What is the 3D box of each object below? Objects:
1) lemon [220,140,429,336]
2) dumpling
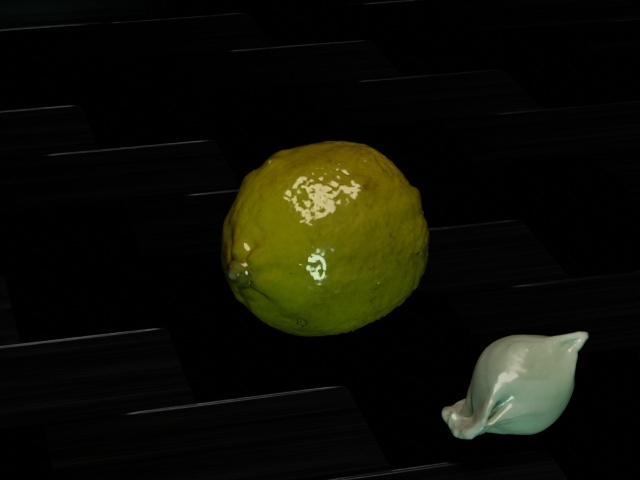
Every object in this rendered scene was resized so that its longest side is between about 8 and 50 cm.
[{"bbox_3d":[0.000,0.000,2.332,0.322,0.268,0.268,-15,32,-27],"label":"lemon"},{"bbox_3d":[0.237,0.185,2.150,0.229,0.124,0.151,-29,1,-32],"label":"dumpling"}]
